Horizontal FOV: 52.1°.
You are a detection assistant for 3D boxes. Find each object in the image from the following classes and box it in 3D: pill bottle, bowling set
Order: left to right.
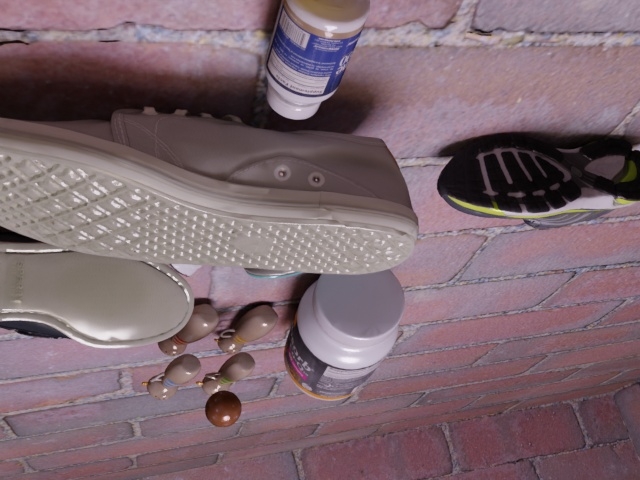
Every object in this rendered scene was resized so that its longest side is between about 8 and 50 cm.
[{"bbox_3d":[-0.202,0.205,1.025,0.287,0.199,0.154,11,146,-34],"label":"bowling set"},{"bbox_3d":[-0.008,-0.156,0.538,0.067,0.067,0.120,-3,152,-20],"label":"pill bottle"},{"bbox_3d":[0.034,0.145,1.049,0.162,0.162,0.278,-7,152,-14],"label":"pill bottle"}]

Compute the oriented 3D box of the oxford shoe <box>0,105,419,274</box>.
[{"bbox_3d":[-0.123,-0.060,0.620,0.450,0.129,0.169,6,154,-15],"label":"oxford shoe"}]

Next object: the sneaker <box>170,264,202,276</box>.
[{"bbox_3d":[-0.166,-0.020,0.750,0.077,0.072,0.178,-31,159,7],"label":"sneaker"}]

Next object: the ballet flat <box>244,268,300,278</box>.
[{"bbox_3d":[0.000,0.000,0.872,0.213,0.072,0.068,-6,125,-16],"label":"ballet flat"}]

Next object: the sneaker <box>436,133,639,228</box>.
[{"bbox_3d":[0.276,-0.058,0.831,0.300,0.111,0.121,0,155,-21],"label":"sneaker"}]

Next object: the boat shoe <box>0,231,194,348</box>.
[{"bbox_3d":[-0.319,0.052,0.763,0.340,0.127,0.113,5,-172,-36],"label":"boat shoe"}]
